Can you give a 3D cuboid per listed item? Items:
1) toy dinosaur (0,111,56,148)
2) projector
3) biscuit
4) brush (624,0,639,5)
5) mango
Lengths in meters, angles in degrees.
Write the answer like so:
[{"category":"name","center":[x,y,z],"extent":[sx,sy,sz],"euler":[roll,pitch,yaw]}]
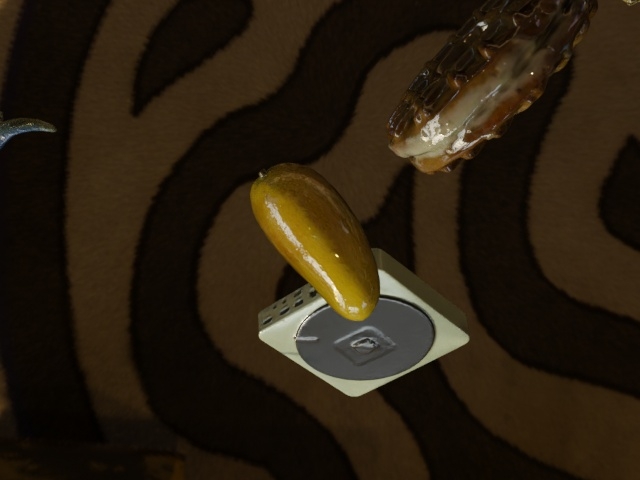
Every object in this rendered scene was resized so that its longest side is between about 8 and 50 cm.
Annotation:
[{"category":"toy dinosaur","center":[-0.395,-0.049,1.248],"extent":[0.247,0.075,0.188],"euler":[-5,93,23]},{"category":"projector","center":[0.071,0.135,1.857],"extent":[0.257,0.079,0.259],"euler":[-31,132,27]},{"category":"biscuit","center":[0.214,-0.220,1.456],"extent":[0.103,0.332,0.332],"euler":[42,94,-10]},{"category":"brush","center":[0.390,-0.288,1.220],"extent":[0.169,0.014,0.043],"euler":[-20,53,-16]},{"category":"mango","center":[0.000,0.000,1.020],"extent":[0.076,0.103,0.161],"euler":[-33,79,-12]}]
